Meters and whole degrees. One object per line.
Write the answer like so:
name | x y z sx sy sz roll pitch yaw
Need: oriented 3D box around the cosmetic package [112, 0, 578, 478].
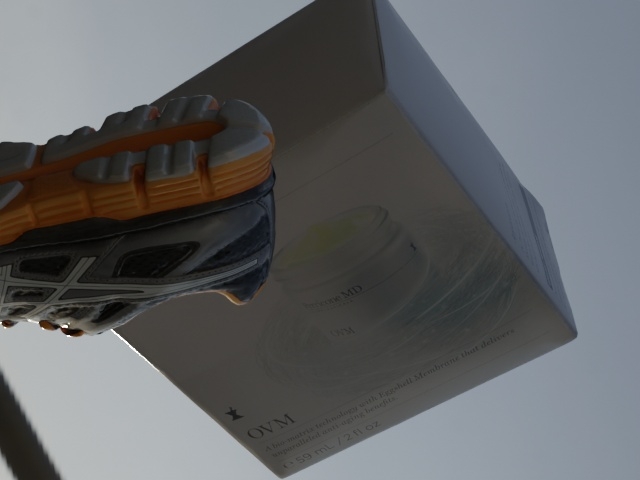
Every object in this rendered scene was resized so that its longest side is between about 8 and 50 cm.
cosmetic package | 0.000 0.000 0.762 0.224 0.225 0.138 -29 -145 20

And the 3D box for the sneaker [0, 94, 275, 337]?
sneaker | -0.119 0.004 0.510 0.084 0.214 0.083 -90 170 -54
